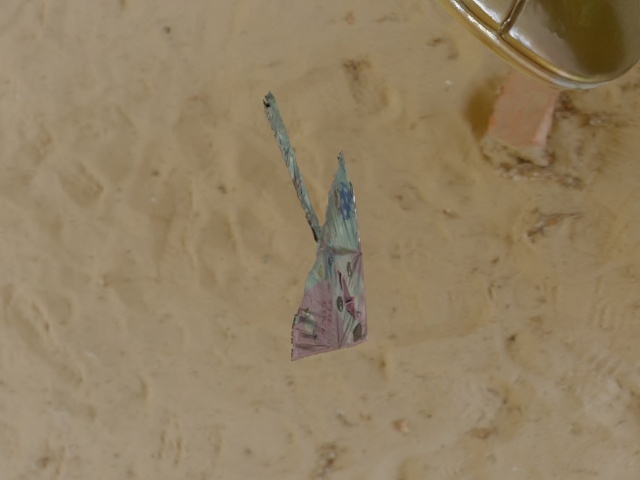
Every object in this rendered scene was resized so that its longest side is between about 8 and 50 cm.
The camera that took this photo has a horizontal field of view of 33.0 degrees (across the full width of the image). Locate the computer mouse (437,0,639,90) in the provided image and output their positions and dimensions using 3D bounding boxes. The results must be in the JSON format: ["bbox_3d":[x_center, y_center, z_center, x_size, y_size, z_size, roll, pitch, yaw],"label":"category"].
[{"bbox_3d":[0.071,-0.128,0.365,0.102,0.199,0.045,36,129,-17],"label":"computer mouse"}]

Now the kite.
[{"bbox_3d":[-0.001,0.000,0.508,0.005,0.152,0.137,-8,44,21],"label":"kite"}]
